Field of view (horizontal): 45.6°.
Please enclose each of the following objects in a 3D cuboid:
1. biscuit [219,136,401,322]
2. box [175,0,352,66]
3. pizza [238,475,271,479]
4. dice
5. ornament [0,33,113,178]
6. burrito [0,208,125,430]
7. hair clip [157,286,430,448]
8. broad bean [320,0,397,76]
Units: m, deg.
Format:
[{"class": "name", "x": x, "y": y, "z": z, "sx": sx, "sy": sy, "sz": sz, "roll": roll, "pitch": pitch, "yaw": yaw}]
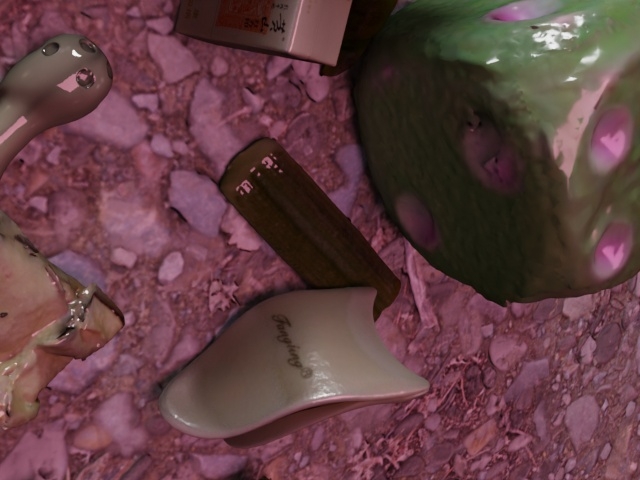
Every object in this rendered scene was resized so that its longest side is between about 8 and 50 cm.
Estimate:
[{"class": "biscuit", "x": 0.000, "y": 0.000, "z": 0.942, "sx": 0.099, "sy": 0.038, "sz": 0.322, "roll": -49, "pitch": 129, "yaw": -8}, {"class": "box", "x": -0.051, "y": -0.244, "z": 0.706, "sx": 0.058, "sy": 0.201, "sz": 0.141, "roll": 6, "pitch": 104, "yaw": -42}, {"class": "pizza", "x": -0.107, "y": 0.406, "z": 0.997, "sx": 0.147, "sy": 0.069, "sz": 0.226, "roll": -14, "pitch": 113, "yaw": -9}, {"class": "dice", "x": 0.259, "y": -0.139, "z": 0.895, "sx": 0.322, "sy": 0.330, "sz": 0.318, "roll": -30, "pitch": 121, "yaw": -23}, {"class": "ornament", "x": -0.259, "y": -0.123, "z": 0.682, "sx": 0.156, "sy": 0.081, "sz": 0.075, "roll": -46, "pitch": 161, "yaw": -11}, {"class": "burrito", "x": -0.333, "y": 0.034, "z": 0.665, "sx": 0.348, "sy": 0.107, "sz": 0.175, "roll": 46, "pitch": 62, "yaw": -40}, {"class": "hair clip", "x": -0.041, "y": 0.151, "z": 0.889, "sx": 0.282, "sy": 0.172, "sz": 0.113, "roll": -28, "pitch": 138, "yaw": 1}, {"class": "broad bean", "x": 0.046, "y": -0.253, "z": 0.740, "sx": 0.077, "sy": 0.339, "sz": 0.061, "roll": -3, "pitch": 76, "yaw": -16}]
